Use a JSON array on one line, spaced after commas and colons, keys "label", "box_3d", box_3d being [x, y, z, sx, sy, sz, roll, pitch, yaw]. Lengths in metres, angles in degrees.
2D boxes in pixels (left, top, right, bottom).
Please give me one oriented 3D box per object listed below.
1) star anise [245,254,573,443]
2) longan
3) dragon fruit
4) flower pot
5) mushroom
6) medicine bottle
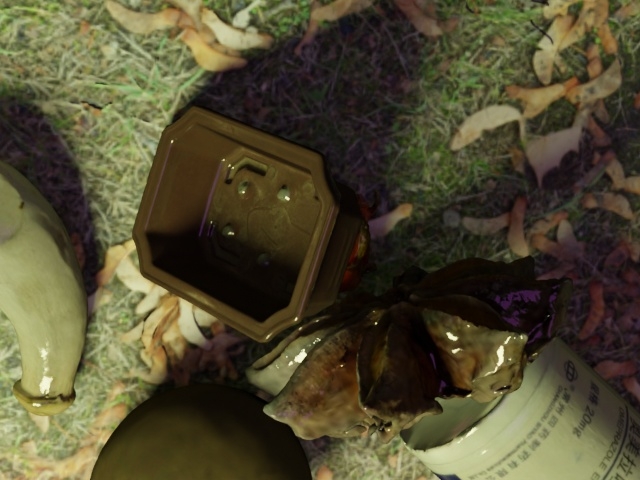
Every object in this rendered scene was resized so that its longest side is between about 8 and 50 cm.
[{"label": "star anise", "box_3d": [0.085, 0.103, 1.316, 0.331, 0.331, 0.118, -18, 101, -9]}, {"label": "longan", "box_3d": [-0.117, 0.237, 1.357, 0.220, 0.196, 0.197, -6, 103, -7]}, {"label": "dragon fruit", "box_3d": [0.000, 0.000, 1.384, 0.147, 0.096, 0.102, 2, 96, -16]}, {"label": "flower pot", "box_3d": [-0.060, -0.015, 1.311, 0.084, 0.251, 0.179, 9, 101, -46]}, {"label": "mushroom", "box_3d": [-0.282, 0.041, 1.324, 0.118, 0.103, 0.270, -27, 112, -7]}, {"label": "medicine bottle", "box_3d": [0.259, 0.241, 1.448, 0.332, 0.190, 0.190, 42, 90, -18]}]
